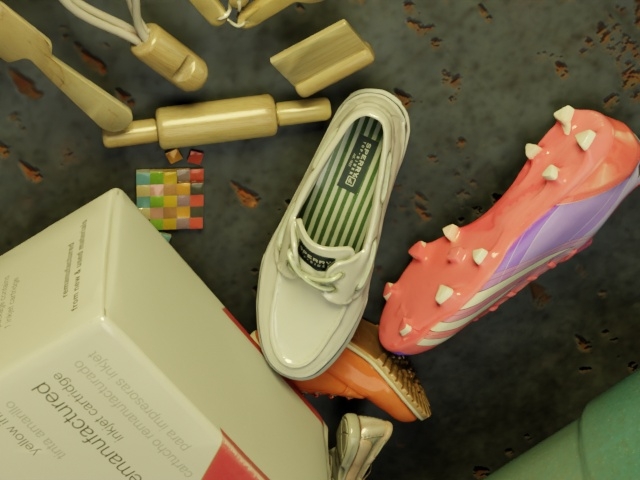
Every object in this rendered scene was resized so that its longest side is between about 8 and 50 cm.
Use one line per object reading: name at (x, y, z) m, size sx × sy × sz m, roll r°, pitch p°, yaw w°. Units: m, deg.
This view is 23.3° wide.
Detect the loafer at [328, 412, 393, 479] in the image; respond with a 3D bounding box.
loafer at (0.028, 0.181, 1.257) m, size 0.039 × 0.045 × 0.125 m, roll 1°, pitch 145°, yaw -11°

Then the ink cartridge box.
ink cartridge box at (-0.222, 0.186, 1.137) m, size 0.384 × 0.160 × 0.279 m, roll -30°, pitch 122°, yaw 16°

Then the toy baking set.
toy baking set at (-0.092, -0.131, 1.028) m, size 0.256 × 0.030 × 0.197 m, roll -10°, pitch 142°, yaw -3°

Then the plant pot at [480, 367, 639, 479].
plant pot at (0.216, 0.301, 1.240) m, size 0.334 × 0.341 × 0.341 m, roll -30°, pitch 123°, yaw 19°

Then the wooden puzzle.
wooden puzzle at (-0.110, -0.031, 1.134) m, size 0.049 × 0.006 × 0.083 m, roll -3°, pitch 123°, yaw -9°

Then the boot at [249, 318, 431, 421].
boot at (0.016, 0.101, 1.217) m, size 0.084 × 0.059 × 0.158 m, roll -40°, pitch 112°, yaw 19°

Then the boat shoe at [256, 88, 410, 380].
boat shoe at (0.000, 0.000, 1.107) m, size 0.083 × 0.076 × 0.226 m, roll 17°, pitch 105°, yaw 8°

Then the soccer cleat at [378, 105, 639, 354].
soccer cleat at (0.147, 0.007, 1.167) m, size 0.095 × 0.083 × 0.248 m, roll 32°, pitch 109°, yaw -32°
